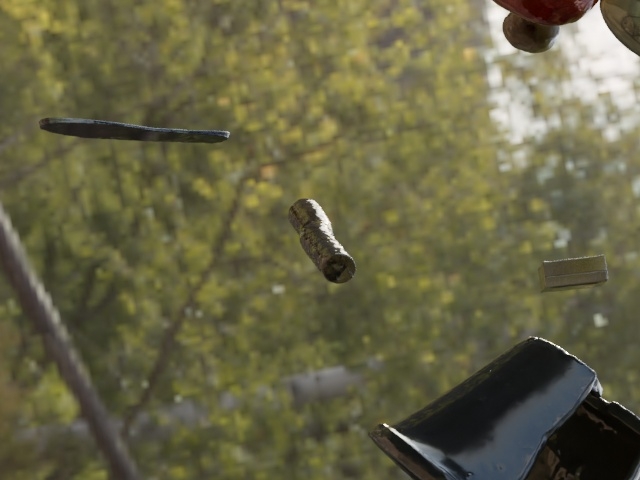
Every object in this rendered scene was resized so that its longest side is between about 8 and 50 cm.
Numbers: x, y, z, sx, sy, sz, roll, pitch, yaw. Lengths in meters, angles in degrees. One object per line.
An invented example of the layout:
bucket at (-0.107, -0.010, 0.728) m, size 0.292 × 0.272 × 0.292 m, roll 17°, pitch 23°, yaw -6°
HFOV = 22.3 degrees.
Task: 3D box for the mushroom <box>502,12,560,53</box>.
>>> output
mushroom at (0.366, -0.464, 2.572) m, size 0.128 × 0.128 × 0.350 m, roll 78°, pitch 26°, yaw -76°

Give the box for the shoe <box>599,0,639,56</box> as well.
shoe at (0.466, -0.255, 1.982) m, size 0.098 × 0.275 × 0.103 m, roll 8°, pitch 102°, yaw -68°

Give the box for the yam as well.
yam at (0.000, 0.000, 1.878) m, size 0.045 × 0.045 × 0.327 m, roll 62°, pitch -1°, yaw -13°

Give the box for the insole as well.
insole at (-0.277, -0.164, 2.439) m, size 0.110 × 0.309 × 0.012 m, roll -17°, pitch -106°, yaw 59°

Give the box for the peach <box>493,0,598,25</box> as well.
peach at (0.256, -0.422, 1.960) m, size 0.289 × 0.289 × 0.308 m, roll 79°, pitch 33°, yaw -66°

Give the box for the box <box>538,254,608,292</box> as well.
box at (0.317, 0.042, 2.030) m, size 0.079 × 0.083 × 0.035 m, roll 68°, pitch 16°, yaw -83°

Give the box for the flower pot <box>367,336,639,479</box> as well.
flower pot at (0.273, 0.281, 2.125) m, size 0.379 × 0.251 × 0.379 m, roll 38°, pitch -6°, yaw 4°
